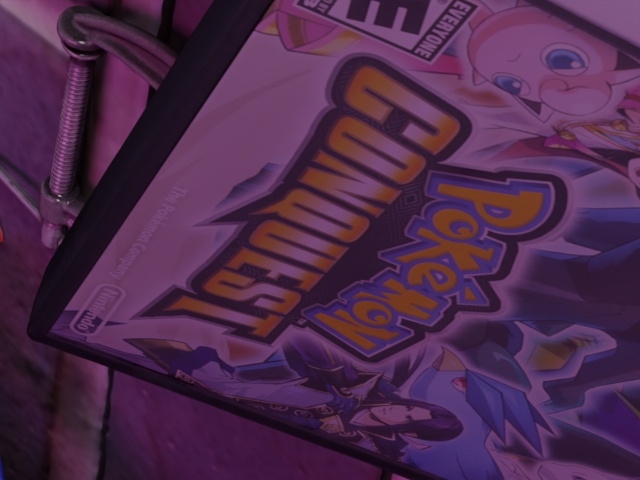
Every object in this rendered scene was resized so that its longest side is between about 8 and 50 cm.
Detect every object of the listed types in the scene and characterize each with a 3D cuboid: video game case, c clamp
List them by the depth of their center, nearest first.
[{"bbox_3d":[0.076,0.003,0.480,0.248,0.035,0.275,22,146,-14],"label":"video game case"},{"bbox_3d":[-0.091,-0.036,0.737,0.137,0.022,0.160,45,143,15],"label":"c clamp"}]

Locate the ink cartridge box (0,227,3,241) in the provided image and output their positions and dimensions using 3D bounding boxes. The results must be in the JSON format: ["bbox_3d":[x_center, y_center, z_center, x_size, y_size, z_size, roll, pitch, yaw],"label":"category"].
[{"bbox_3d":[-0.250,-0.107,0.827,0.189,0.066,0.232,19,128,36],"label":"ink cartridge box"}]

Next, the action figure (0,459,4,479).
[{"bbox_3d":[-0.137,0.109,0.865,0.091,0.139,0.280,-27,80,58],"label":"action figure"}]
